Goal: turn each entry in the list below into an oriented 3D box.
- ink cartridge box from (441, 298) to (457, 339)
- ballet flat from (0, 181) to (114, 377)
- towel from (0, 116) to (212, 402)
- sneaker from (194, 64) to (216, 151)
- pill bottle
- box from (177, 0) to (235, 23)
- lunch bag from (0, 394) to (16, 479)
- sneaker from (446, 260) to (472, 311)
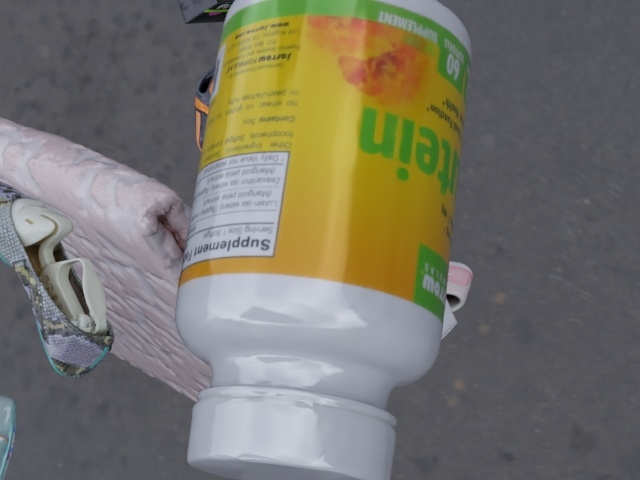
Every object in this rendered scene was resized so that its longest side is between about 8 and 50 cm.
[{"bbox_3d":[0.053,0.050,1.484,0.082,0.139,0.191,-41,34,-25],"label":"ink cartridge box"},{"bbox_3d":[-0.132,0.010,0.613,0.041,0.041,0.114,-34,77,24],"label":"ballet flat"},{"bbox_3d":[-0.154,0.027,0.990,0.332,0.317,0.053,21,63,42],"label":"towel"},{"bbox_3d":[-0.016,-0.164,1.569,0.321,0.124,0.180,1,117,15],"label":"sneaker"},{"bbox_3d":[0.000,0.000,0.645,0.136,0.136,0.245,-4,69,34],"label":"pill bottle"},{"bbox_3d":[-0.123,-0.296,1.496,0.062,0.083,0.052,-23,86,41],"label":"box"},{"bbox_3d":[-0.499,0.341,1.686,0.224,0.108,0.279,156,130,-67],"label":"lunch bag"},{"bbox_3d":[0.119,0.057,1.545,0.134,0.051,0.070,4,40,8],"label":"sneaker"}]
